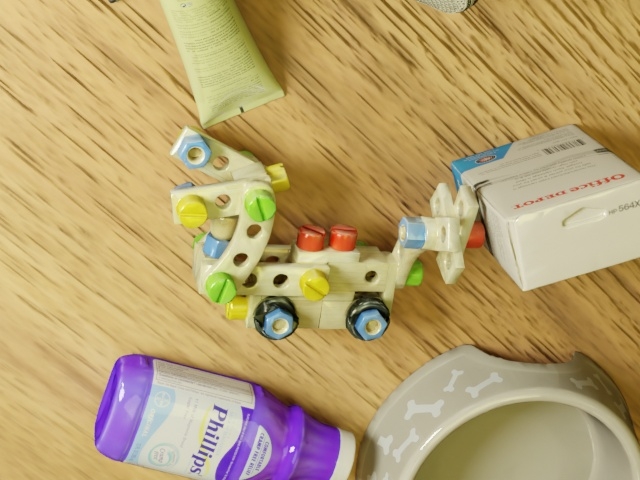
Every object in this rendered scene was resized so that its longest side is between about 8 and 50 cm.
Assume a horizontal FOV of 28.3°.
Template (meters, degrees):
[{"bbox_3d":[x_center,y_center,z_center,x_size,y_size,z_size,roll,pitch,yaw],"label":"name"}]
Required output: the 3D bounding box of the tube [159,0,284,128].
[{"bbox_3d":[-0.110,-0.206,1.231,0.070,0.062,0.240,10,146,26],"label":"tube"}]

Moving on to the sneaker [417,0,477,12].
[{"bbox_3d":[0.007,-0.279,1.168,0.344,0.134,0.146,17,71,-29],"label":"sneaker"}]

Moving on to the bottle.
[{"bbox_3d":[-0.102,0.211,1.402,0.283,0.092,0.118,17,106,-16],"label":"bottle"}]

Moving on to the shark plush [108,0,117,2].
[{"bbox_3d":[-0.132,-0.268,1.233,0.161,0.073,0.067,-36,143,0],"label":"shark plush"}]

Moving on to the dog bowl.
[{"bbox_3d":[0.221,0.289,1.488,0.349,0.102,0.348,-3,111,-9],"label":"dog bowl"}]

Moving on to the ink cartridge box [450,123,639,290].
[{"bbox_3d":[0.237,-0.038,1.307,0.148,0.203,0.085,-17,113,-3],"label":"ink cartridge box"}]

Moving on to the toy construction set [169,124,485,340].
[{"bbox_3d":[0.000,0.000,1.317,0.328,0.151,0.215,7,112,-2],"label":"toy construction set"}]
